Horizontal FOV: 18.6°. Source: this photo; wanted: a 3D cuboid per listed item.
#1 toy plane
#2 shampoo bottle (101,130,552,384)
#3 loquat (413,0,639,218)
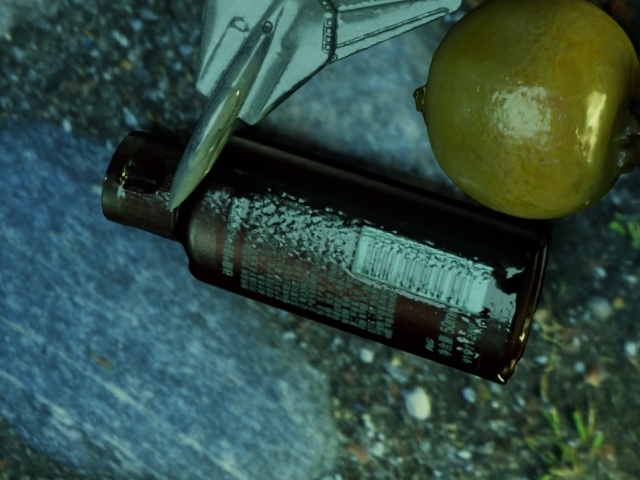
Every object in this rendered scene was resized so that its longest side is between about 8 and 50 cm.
[{"bbox_3d":[-0.038,-0.135,1.350,0.212,0.088,0.267,32,119,5],"label":"toy plane"},{"bbox_3d":[0.000,0.000,1.427,0.323,0.084,0.129,17,121,16],"label":"shampoo bottle"},{"bbox_3d":[0.142,-0.088,1.274,0.163,0.137,0.163,5,105,17],"label":"loquat"}]
